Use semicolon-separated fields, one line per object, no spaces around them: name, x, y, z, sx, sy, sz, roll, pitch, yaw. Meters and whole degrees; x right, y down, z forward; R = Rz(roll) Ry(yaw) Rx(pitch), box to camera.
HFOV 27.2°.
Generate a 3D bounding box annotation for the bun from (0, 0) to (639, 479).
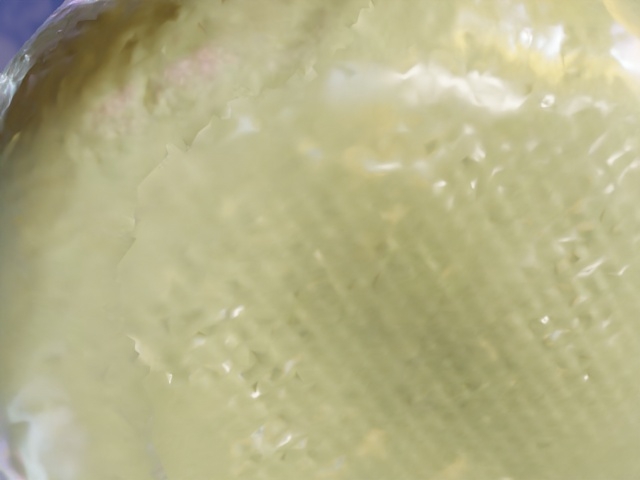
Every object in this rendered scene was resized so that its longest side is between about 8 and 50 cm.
bun;0.000;0.000;0.478;0.283;0.283;0.179;-46;-148;13
